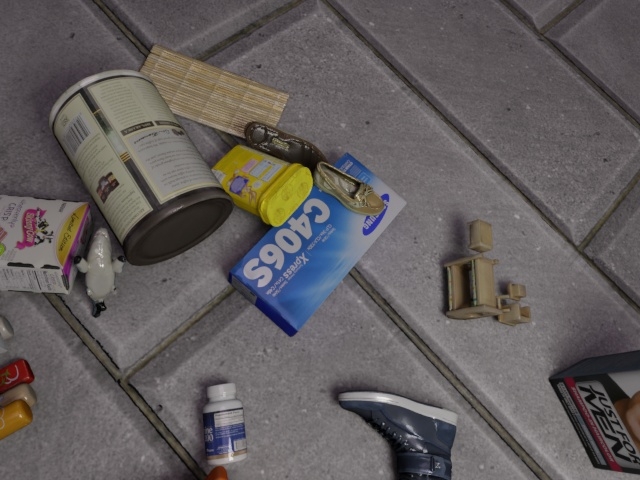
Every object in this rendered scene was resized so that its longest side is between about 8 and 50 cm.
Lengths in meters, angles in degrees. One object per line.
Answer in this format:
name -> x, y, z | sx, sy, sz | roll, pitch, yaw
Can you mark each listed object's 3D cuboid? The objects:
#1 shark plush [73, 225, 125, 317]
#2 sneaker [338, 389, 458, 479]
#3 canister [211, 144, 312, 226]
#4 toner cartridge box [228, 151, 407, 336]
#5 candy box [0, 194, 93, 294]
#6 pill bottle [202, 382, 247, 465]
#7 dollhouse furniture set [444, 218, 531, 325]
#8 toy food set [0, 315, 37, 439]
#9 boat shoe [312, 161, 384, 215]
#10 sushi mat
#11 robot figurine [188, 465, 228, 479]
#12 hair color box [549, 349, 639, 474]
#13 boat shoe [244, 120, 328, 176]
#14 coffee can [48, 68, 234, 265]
shark plush -> -0.360, 0.060, 0.797 | 0.073, 0.161, 0.067 | -11, 37, -23
sneaker -> 0.127, 0.354, 0.822 | 0.226, 0.086, 0.164 | 18, 65, -7
canister -> -0.118, -0.110, 0.907 | 0.169, 0.073, 0.126 | 26, 63, 30
toner cartridge box -> 0.000, 0.000, 0.929 | 0.165, 0.075, 0.348 | 41, 67, 3
candy box -> -0.519, 0.001, 0.786 | 0.233, 0.071, 0.159 | 5, 45, -12
pill bottle -> -0.159, 0.301, 0.788 | 0.067, 0.067, 0.120 | -4, 71, -14
dollhouse furniture set -> 0.340, 0.075, 0.988 | 0.160, 0.101, 0.182 | 18, 65, -32
toy food set -> -0.516, 0.202, 0.721 | 0.104, 0.111, 0.232 | -29, 72, -19
boat shoe -> 0.056, -0.099, 0.910 | 0.153, 0.048, 0.056 | 33, 67, 1
sushi mat -> -0.235, -0.312, 1.021 | 0.316, 0.019, 0.152 | 19, 69, -5
robot figurine -> -0.193, 0.444, 0.690 | 0.128, 0.158, 0.219 | 23, 71, 43
hair color box -> 0.579, 0.282, 0.792 | 0.113, 0.374, 0.185 | -19, 75, -18
boat shoe -> -0.069, -0.195, 0.985 | 0.190, 0.072, 0.068 | 28, 103, -25
coffee can -> -0.309, -0.124, 0.837 | 0.201, 0.201, 0.275 | -31, 79, -21
